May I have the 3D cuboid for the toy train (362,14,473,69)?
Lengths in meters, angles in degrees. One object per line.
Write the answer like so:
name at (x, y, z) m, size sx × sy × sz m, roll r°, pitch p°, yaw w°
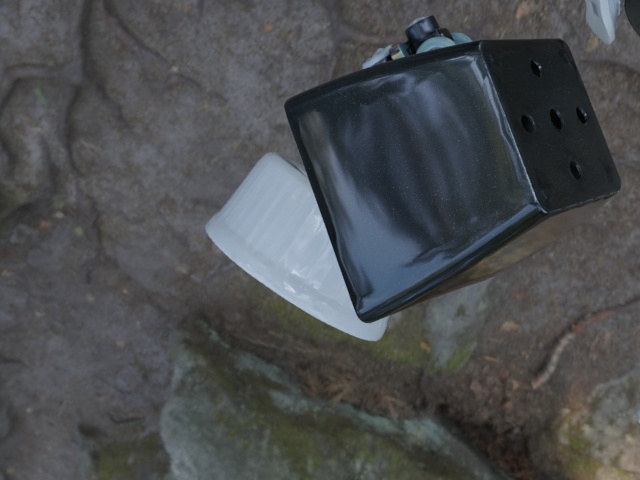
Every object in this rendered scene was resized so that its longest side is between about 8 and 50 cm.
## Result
toy train at (0.196, -0.184, 1.382) m, size 0.190 × 0.142 × 0.334 m, roll -27°, pitch 95°, yaw 28°

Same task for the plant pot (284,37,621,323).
plant pot at (0.116, -0.061, 0.672) m, size 0.167 × 0.187 × 0.188 m, roll -23°, pitch 83°, yaw 45°

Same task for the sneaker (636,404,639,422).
sneaker at (0.186, 0.021, 0.278) m, size 0.169 × 0.292 × 0.108 m, roll -13°, pitch 120°, yaw 28°

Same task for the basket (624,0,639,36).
basket at (0.618, -0.413, 1.360) m, size 0.204 × 0.154 × 0.227 m, roll 45°, pitch 154°, yaw 16°

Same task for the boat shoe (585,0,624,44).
boat shoe at (0.499, -0.413, 1.503) m, size 0.063 × 0.066 × 0.184 m, roll -39°, pitch 142°, yaw 4°

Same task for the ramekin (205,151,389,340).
ramekin at (0.000, 0.000, 1.141) m, size 0.277 × 0.277 × 0.135 m, roll 33°, pitch 97°, yaw -7°
